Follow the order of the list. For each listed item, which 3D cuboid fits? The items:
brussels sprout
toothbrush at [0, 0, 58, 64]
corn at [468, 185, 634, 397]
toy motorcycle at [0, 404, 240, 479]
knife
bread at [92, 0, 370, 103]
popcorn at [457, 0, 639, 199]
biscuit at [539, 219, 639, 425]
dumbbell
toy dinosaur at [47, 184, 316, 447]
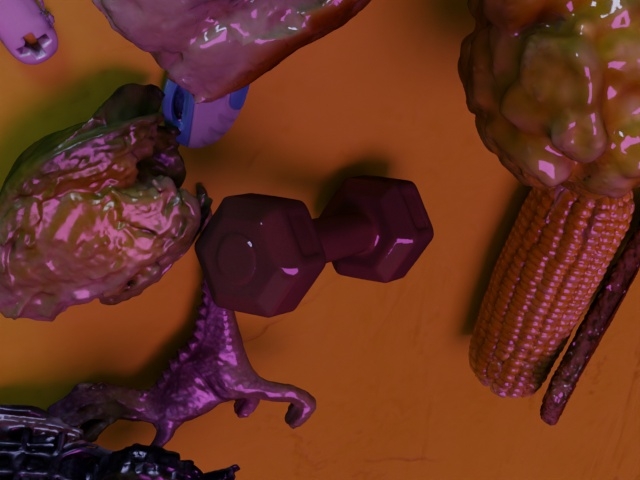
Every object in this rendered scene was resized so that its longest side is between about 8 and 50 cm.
[{"bbox_3d":[-0.164,-0.022,1.000,0.139,0.100,0.181,26,125,-39],"label":"brussels sprout"},{"bbox_3d":[-0.247,-0.240,0.787,0.042,0.040,0.418,-28,143,0],"label":"toothbrush"},{"bbox_3d":[0.202,0.035,1.276,0.093,0.093,0.244,-3,131,-29],"label":"corn"},{"bbox_3d":[-0.172,0.230,1.150,0.401,0.134,0.207,1,140,3],"label":"toy motorcycle"},{"bbox_3d":[-0.069,-0.154,0.975,0.064,0.031,0.222,-4,131,-21],"label":"knife"},{"bbox_3d":[-0.036,-0.223,0.755,0.250,0.279,0.225,-34,119,2],"label":"bread"},{"bbox_3d":[0.199,-0.149,0.997,0.250,0.235,0.241,-30,140,-29],"label":"popcorn"},{"bbox_3d":[0.269,0.062,1.338,0.237,0.026,0.131,-60,169,-10],"label":"biscuit"},{"bbox_3d":[0.000,0.000,1.068,0.082,0.092,0.231,-25,174,31],"label":"dumbbell"},{"bbox_3d":[-0.095,0.095,1.175,0.200,0.072,0.251,28,123,-33],"label":"toy dinosaur"}]
